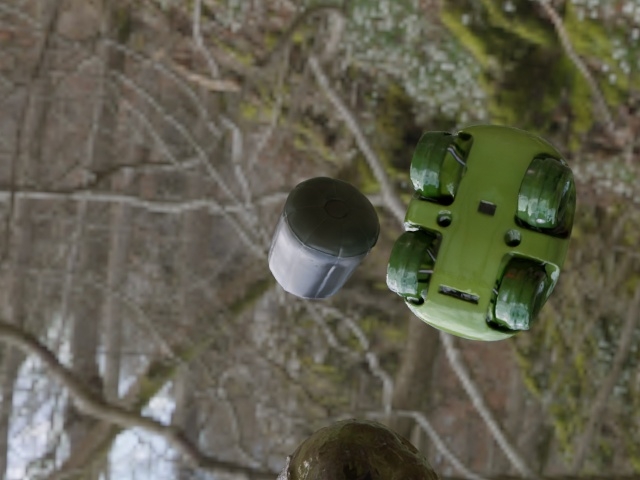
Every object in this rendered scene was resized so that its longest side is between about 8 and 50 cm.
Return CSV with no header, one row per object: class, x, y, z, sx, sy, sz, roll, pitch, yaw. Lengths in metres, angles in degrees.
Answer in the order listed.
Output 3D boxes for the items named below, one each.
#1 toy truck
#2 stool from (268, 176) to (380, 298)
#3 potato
toy truck,0.155,0.006,1.228,0.148,0.187,0.210,16,163,18
stool,0.000,0.000,1.306,0.096,0.110,0.096,11,-129,-15
potato,0.046,0.352,1.500,0.301,0.289,0.237,-26,164,-21
